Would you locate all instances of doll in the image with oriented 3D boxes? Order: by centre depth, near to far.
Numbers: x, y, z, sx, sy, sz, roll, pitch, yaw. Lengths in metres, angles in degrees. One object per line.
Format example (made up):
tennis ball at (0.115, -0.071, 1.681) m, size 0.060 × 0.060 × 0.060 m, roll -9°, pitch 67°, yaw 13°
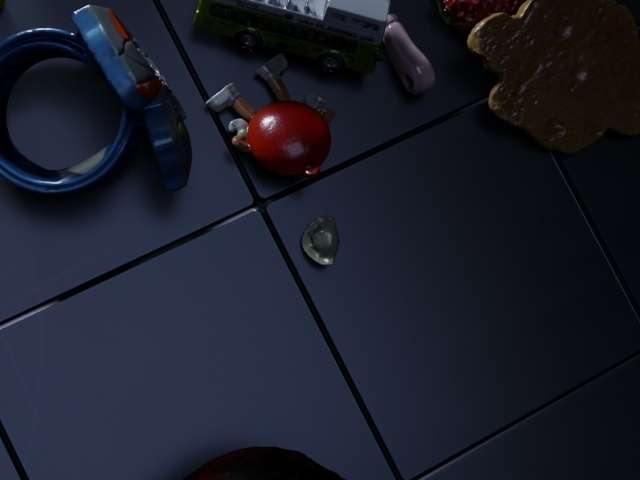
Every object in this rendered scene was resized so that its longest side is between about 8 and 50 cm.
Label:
doll at (-0.057, -0.182, 1.754) m, size 0.183 × 0.085 × 0.217 m, roll -34°, pitch 71°, yaw -20°

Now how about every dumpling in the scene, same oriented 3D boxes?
dumpling at (0.000, -0.001, 1.752) m, size 0.060 × 0.043 × 0.077 m, roll -3°, pitch 96°, yaw 4°

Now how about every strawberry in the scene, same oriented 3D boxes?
strawberry at (0.302, -0.450, 1.862) m, size 0.190 × 0.111 × 0.236 m, roll 38°, pitch 74°, yaw -1°

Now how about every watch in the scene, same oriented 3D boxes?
watch at (-0.347, -0.167, 1.633) m, size 0.275 × 0.241 × 0.305 m, roll -31°, pitch 90°, yaw 1°

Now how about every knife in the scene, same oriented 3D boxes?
knife at (0.096, -0.392, 1.822) m, size 0.043 × 0.081 × 0.335 m, roll -27°, pitch 86°, yaw -18°

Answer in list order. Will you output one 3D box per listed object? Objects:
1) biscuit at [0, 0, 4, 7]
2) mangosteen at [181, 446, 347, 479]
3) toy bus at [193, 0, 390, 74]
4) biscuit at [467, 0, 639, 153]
biscuit at (-0.600, -0.422, 1.703) m, size 0.158 × 0.035 × 0.240 m, roll -35°, pitch 89°, yaw -18°
mangosteen at (-0.049, 0.467, 1.494) m, size 0.422 × 0.381 × 0.380 m, roll 10°, pitch 78°, yaw -24°
toy bus at (-0.040, -0.365, 1.746) m, size 0.302 × 0.139 × 0.113 m, roll 13°, pitch 57°, yaw -7°
biscuit at (0.411, -0.286, 1.852) m, size 0.376 × 0.051 × 0.269 m, roll 17°, pitch 95°, yaw -20°
